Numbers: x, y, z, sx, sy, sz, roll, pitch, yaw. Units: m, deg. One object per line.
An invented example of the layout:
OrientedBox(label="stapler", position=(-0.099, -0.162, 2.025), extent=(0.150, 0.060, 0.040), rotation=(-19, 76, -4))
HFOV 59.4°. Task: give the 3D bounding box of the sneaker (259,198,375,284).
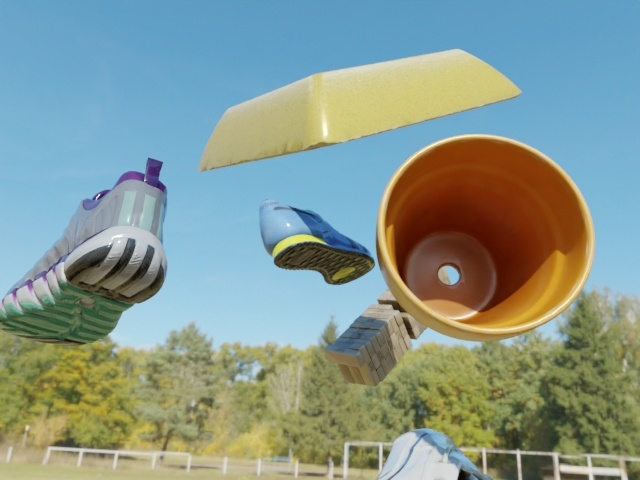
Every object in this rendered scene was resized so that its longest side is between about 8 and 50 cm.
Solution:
OrientedBox(label="sneaker", position=(0.000, 0.000, 0.686), extent=(0.069, 0.082, 0.209), rotation=(-36, -29, 20))

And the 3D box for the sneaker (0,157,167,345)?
OrientedBox(label="sneaker", position=(-0.187, 0.018, 0.459), extent=(0.224, 0.098, 0.083), rotation=(-25, -41, 37))

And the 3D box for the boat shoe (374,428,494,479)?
OrientedBox(label="boat shoe", position=(0.074, 0.171, 0.344), extent=(0.076, 0.083, 0.226), rotation=(-8, -7, 24))

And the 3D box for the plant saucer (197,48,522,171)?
OrientedBox(label="plant saucer", position=(0.032, -0.178, 0.756), extent=(0.333, 0.081, 0.333), rotation=(-20, 12, -32))

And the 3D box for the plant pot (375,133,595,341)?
OrientedBox(label="plant pot", position=(0.159, 0.018, 0.620), extent=(0.205, 0.205, 0.188), rotation=(2, -19, 2))

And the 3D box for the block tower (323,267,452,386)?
OrientedBox(label="block tower", position=(0.155, 0.170, 1.175), extent=(0.091, 0.097, 0.335), rotation=(-5, 24, 48))
